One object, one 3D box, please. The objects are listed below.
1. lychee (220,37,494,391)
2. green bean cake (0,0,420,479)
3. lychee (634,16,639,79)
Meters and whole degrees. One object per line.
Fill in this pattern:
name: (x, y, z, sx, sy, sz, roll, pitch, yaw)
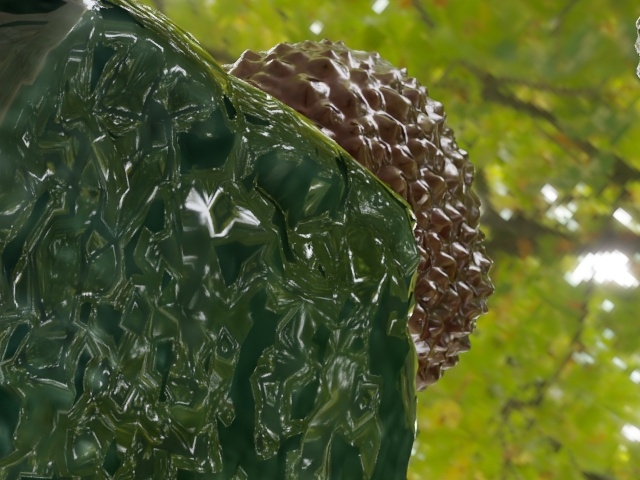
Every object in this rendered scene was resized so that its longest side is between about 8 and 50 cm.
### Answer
lychee: (0.000, 0.000, 1.248, 0.271, 0.271, 0.271, -21, -127, 31)
green bean cake: (-0.062, 0.122, 0.462, 0.169, 0.308, 0.300, 1, -111, 42)
lychee: (0.169, -0.043, 0.616, 0.114, 0.146, 0.114, -49, -179, 1)
